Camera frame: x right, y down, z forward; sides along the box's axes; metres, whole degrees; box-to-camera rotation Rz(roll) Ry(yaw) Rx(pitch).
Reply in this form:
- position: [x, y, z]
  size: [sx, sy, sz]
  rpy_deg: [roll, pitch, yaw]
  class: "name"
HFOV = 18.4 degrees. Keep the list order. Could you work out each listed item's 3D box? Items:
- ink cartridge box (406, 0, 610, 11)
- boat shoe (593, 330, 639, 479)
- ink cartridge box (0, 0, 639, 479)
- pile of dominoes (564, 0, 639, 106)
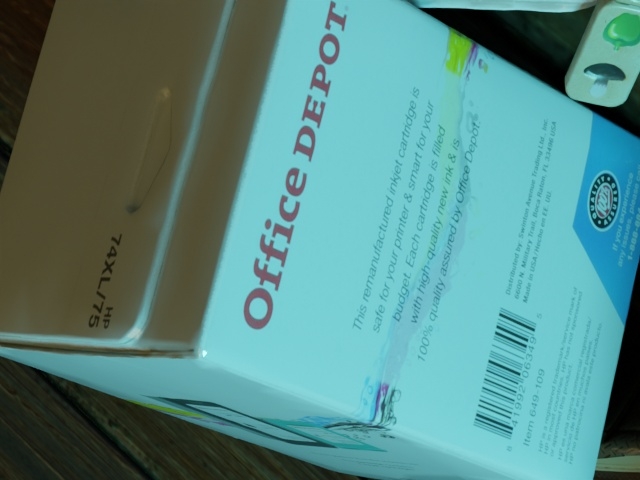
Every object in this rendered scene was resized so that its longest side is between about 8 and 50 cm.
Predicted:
- position: [0.045, -0.272, 0.910]
  size: [0.226, 0.131, 0.306]
  rpy_deg: [9, 125, 43]
  class: "ink cartridge box"
- position: [0.136, 0.107, 1.144]
  size: [0.257, 0.095, 0.095]
  rpy_deg: [11, 139, 50]
  class: "boat shoe"
- position: [0.000, 0.000, 1.001]
  size: [0.270, 0.198, 0.197]
  rpy_deg: [25, 164, -39]
  class: "ink cartridge box"
- position: [0.227, -0.108, 0.819]
  size: [0.196, 0.040, 0.251]
  rpy_deg: [12, 136, -8]
  class: "pile of dominoes"
